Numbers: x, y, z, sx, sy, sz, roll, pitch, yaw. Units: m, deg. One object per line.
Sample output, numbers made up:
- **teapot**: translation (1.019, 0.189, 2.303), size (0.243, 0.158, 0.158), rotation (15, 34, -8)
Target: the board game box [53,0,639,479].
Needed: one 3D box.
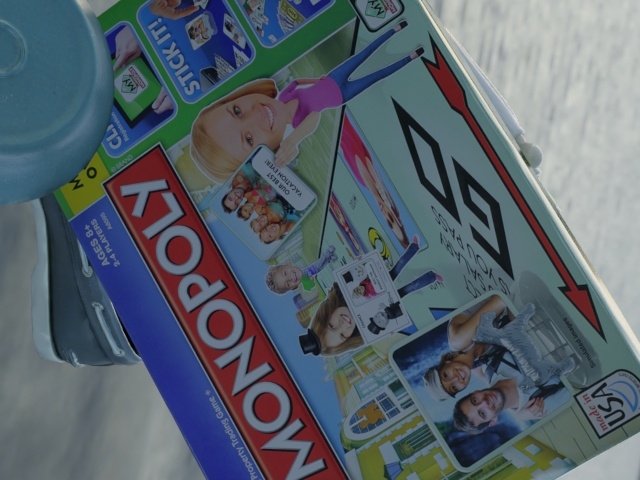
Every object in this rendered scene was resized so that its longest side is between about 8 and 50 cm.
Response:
- **board game box**: translation (0.000, 0.000, 0.750), size (0.317, 0.213, 0.046), rotation (60, 14, 12)

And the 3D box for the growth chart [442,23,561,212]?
- **growth chart**: translation (0.095, -0.063, 0.907), size (0.021, 0.172, 0.237), rotation (-35, 163, -1)

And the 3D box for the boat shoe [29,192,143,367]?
- **boat shoe**: translation (-0.186, -0.028, 1.295), size (0.116, 0.099, 0.319), rotation (-56, 156, -57)

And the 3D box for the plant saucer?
- **plant saucer**: translation (-0.133, -0.074, 0.611), size (0.021, 0.119, 0.119), rotation (-25, -138, 54)
